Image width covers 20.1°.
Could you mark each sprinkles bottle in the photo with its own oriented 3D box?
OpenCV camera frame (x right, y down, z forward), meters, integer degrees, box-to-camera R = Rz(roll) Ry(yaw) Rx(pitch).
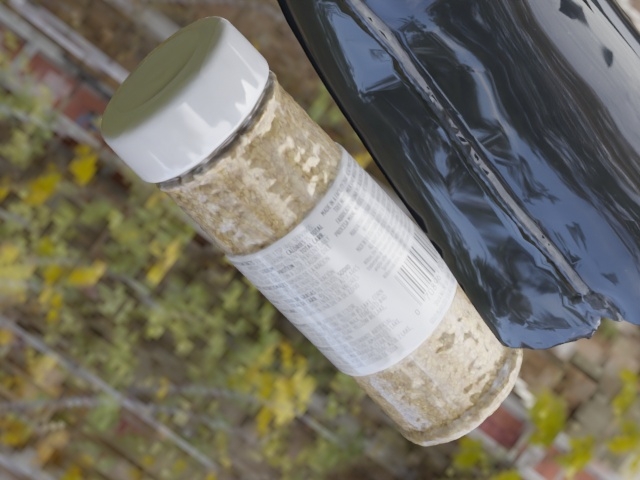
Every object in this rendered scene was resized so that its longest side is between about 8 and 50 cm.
[{"bbox_3d":[0.000,0.000,1.316,0.121,0.355,0.121,-35,-155,19],"label":"sprinkles bottle"}]

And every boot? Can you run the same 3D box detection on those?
[{"bbox_3d":[0.134,-0.128,0.972,0.367,0.445,0.146,-3,-139,49],"label":"boot"}]
